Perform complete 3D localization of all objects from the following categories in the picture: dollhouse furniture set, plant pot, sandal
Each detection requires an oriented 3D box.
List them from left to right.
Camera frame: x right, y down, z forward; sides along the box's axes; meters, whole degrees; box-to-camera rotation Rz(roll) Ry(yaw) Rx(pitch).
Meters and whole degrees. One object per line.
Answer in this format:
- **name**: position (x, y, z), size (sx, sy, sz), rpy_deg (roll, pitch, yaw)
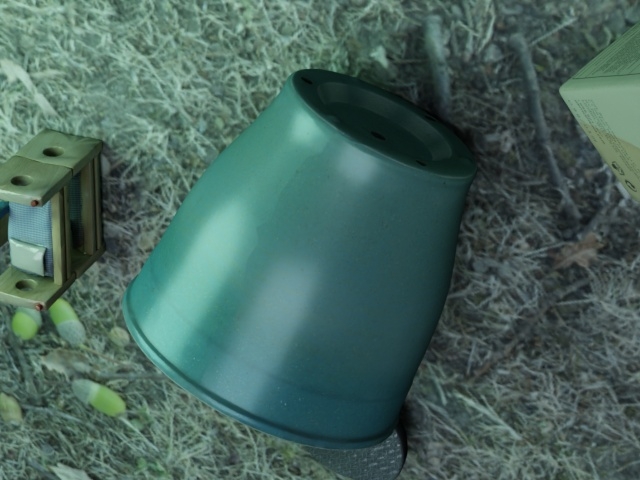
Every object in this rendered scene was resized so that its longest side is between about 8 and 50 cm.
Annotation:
- **dollhouse furniture set**: position (-0.323, -0.032, 1.764), size (0.183, 0.129, 0.129), rpy_deg (13, 122, 17)
- **sandal**: position (-0.015, 0.143, 1.784), size (0.254, 0.054, 0.097), rpy_deg (34, 119, 14)
- **plant pot**: position (0.000, 0.000, 1.572), size (0.271, 0.271, 0.255), rpy_deg (29, 112, 6)

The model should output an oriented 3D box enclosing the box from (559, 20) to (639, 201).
- **box**: position (0.314, -0.109, 1.321), size (0.148, 0.311, 0.121), rpy_deg (-38, 102, -8)
